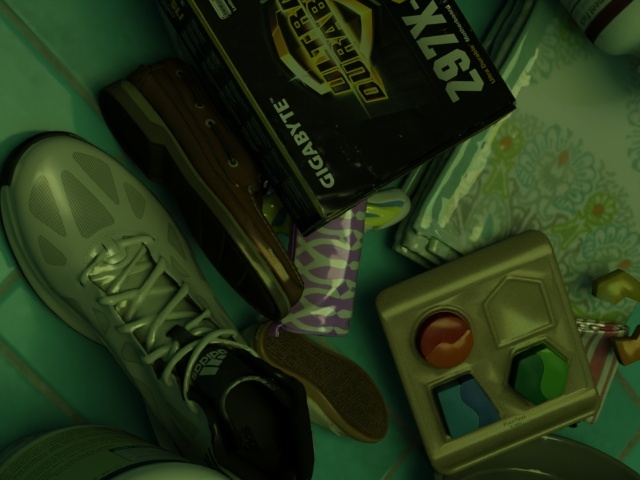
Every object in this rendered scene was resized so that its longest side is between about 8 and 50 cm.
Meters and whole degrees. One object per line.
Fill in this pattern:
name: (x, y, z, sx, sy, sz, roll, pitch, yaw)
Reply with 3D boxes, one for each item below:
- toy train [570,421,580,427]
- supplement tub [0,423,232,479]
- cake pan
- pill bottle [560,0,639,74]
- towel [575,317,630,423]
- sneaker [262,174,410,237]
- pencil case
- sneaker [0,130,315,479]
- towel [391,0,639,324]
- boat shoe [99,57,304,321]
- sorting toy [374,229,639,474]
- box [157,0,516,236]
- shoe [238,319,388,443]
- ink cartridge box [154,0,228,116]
toy train: (0.245, 0.215, 2.044, 0.158, 0.036, 0.027, -3, 119, -30)
supplement tub: (-0.205, 0.306, 1.641, 0.235, 0.325, 0.235, -3, 95, -28)
cake pan: (0.266, 0.320, 1.942, 0.293, 0.293, 0.054, -1, 120, -29)
pill bottle: (0.340, -0.348, 1.863, 0.224, 0.224, 0.392, -35, 84, -22)
towel: (0.252, 0.150, 1.980, 0.197, 0.029, 0.144, 7, 123, -10)
sneaker: (-0.011, -0.065, 1.851, 0.240, 0.091, 0.126, -9, 98, -27)
pencil case: (0.000, 0.000, 1.768, 0.088, 0.086, 0.206, 4, 91, -33)
sneaker: (-0.137, 0.073, 1.684, 0.169, 0.257, 0.447, -38, 103, -21)
towel: (0.285, -0.081, 1.996, 0.320, 0.090, 0.374, 32, 84, -23)
boat shoe: (-0.098, -0.063, 1.729, 0.104, 0.111, 0.307, -32, 78, -22)
sorting toy: (0.236, 0.111, 1.909, 0.307, 0.041, 0.229, -22, 103, -6)
box: (0.011, -0.204, 1.712, 0.257, 0.079, 0.322, -30, 88, -25)
shoe: (-0.007, 0.157, 1.897, 0.219, 0.058, 0.076, 41, 55, -29)
ink cartridge box: (-0.051, -0.244, 1.813, 0.212, 0.093, 0.154, -29, 108, -22)
